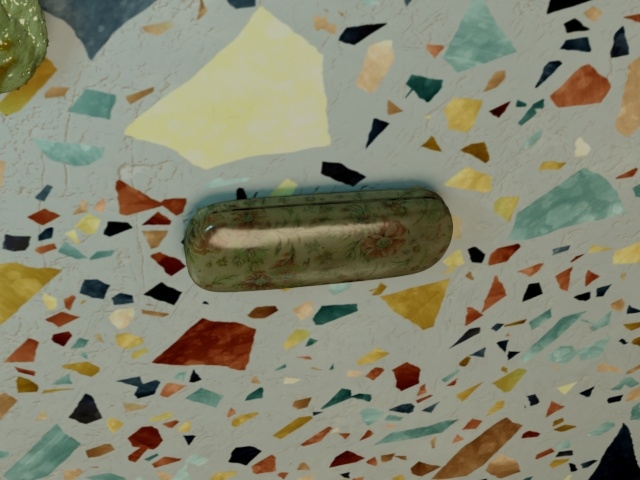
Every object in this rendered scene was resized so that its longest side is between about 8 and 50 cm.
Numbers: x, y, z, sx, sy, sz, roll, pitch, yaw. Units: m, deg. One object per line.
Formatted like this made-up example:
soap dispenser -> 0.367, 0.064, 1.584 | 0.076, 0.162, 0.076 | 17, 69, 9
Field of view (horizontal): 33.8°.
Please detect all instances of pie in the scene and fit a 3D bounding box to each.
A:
pie -> -0.449, -0.240, 1.247 | 0.247, 0.090, 0.201 | 4, 136, -17

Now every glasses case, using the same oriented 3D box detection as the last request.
glasses case -> 0.000, 0.000, 1.641 | 0.425, 0.098, 0.157 | -4, 133, -14
